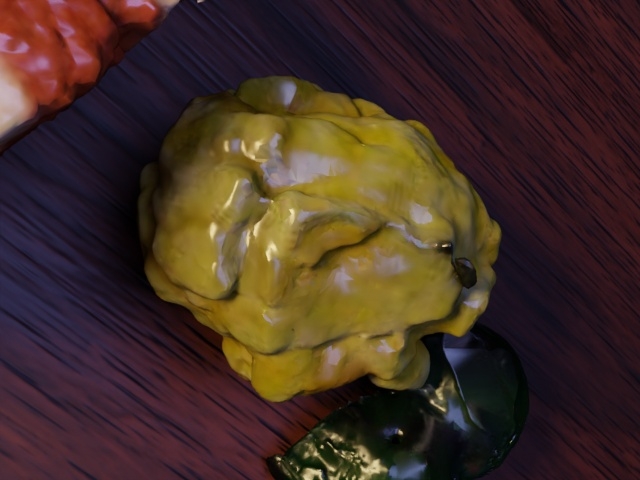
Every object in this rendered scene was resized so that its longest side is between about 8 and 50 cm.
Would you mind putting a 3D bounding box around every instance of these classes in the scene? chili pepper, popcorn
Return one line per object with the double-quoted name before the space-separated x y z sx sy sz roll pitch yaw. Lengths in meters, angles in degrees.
"chili pepper" 0.102 0.165 0.837 0.264 0.116 0.148 -33 84 -33
"popcorn" 0.000 0.000 0.739 0.286 0.215 0.252 9 81 -18

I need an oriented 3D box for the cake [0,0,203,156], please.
"cake" -0.269 -0.151 0.550 0.270 0.269 0.319 53 55 -16
